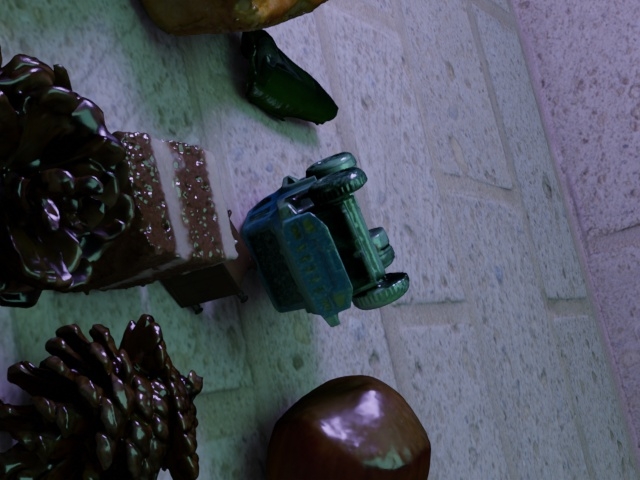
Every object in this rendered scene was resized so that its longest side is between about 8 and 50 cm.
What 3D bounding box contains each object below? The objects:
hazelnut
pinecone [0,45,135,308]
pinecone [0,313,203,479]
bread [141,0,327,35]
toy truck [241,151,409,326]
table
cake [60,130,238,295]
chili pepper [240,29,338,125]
[{"bbox_3d":[0.036,0.255,1.119,0.210,0.186,0.210,54,16,-22],"label":"hazelnut"},{"bbox_3d":[-0.261,-0.046,0.714,0.224,0.272,0.224,-41,141,-45],"label":"pinecone"},{"bbox_3d":[-0.182,0.155,0.820,0.195,0.150,0.179,-17,89,-61],"label":"pinecone"},{"bbox_3d":[-0.099,-0.331,1.241,0.294,0.166,0.132,-39,132,-62],"label":"bread"},{"bbox_3d":[0.000,0.000,1.163,0.279,0.156,0.155,-96,162,-79],"label":"toy truck"},{"bbox_3d":[-0.121,0.027,1.076,0.082,0.083,0.070,59,28,-31],"label":"table"},{"bbox_3d":[-0.173,-0.026,0.955,0.147,0.135,0.135,-9,83,-57],"label":"cake"},{"bbox_3d":[-0.045,-0.221,1.377,0.216,0.062,0.108,30,49,-54],"label":"chili pepper"}]
